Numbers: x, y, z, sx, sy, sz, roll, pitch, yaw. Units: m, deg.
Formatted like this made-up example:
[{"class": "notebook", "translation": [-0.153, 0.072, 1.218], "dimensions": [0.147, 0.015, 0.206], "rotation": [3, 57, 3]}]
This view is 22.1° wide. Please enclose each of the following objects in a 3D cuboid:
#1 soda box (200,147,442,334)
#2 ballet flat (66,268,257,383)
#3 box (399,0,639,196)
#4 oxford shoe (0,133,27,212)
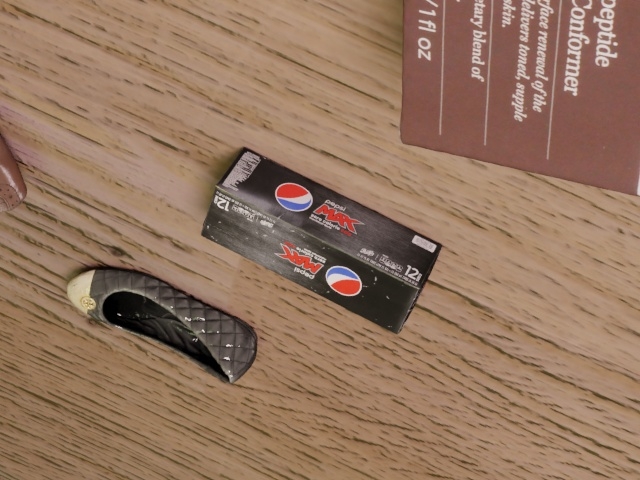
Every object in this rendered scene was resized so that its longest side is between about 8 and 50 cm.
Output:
[{"class": "soda box", "translation": [0.000, 0.000, 1.219], "dimensions": [0.169, 0.053, 0.060], "rotation": [27, 137, 5]}, {"class": "ballet flat", "translation": [-0.134, 0.067, 1.354], "dimensions": [0.173, 0.049, 0.057], "rotation": [19, 134, 13]}, {"class": "box", "translation": [0.240, -0.121, 0.922], "dimensions": [0.381, 0.143, 0.191], "rotation": [12, 133, 17]}, {"class": "oxford shoe", "translation": [-0.397, -0.020, 1.370], "dimensions": [0.364, 0.130, 0.132], "rotation": [-17, 125, 38]}]
